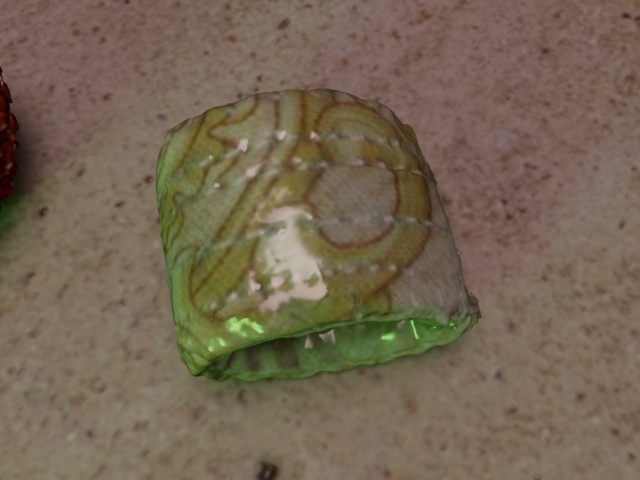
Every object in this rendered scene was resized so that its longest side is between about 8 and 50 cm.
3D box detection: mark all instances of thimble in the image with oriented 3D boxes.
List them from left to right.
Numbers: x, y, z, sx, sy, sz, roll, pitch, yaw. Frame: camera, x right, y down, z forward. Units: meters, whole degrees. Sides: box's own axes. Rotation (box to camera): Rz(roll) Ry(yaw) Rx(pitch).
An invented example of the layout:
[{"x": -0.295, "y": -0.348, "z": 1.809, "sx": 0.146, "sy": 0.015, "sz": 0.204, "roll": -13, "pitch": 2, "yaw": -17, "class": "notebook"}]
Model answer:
[{"x": 0.000, "y": 0.000, "z": 0.457, "sx": 0.190, "sy": 0.137, "sz": 0.143, "roll": -5, "pitch": 67, "yaw": -15, "class": "thimble"}]

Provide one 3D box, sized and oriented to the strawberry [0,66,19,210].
[{"x": -0.290, "y": -0.065, "z": 0.455, "sx": 0.187, "sy": 0.201, "sz": 0.184, "roll": 29, "pitch": 87, "yaw": -8, "class": "strawberry"}]
